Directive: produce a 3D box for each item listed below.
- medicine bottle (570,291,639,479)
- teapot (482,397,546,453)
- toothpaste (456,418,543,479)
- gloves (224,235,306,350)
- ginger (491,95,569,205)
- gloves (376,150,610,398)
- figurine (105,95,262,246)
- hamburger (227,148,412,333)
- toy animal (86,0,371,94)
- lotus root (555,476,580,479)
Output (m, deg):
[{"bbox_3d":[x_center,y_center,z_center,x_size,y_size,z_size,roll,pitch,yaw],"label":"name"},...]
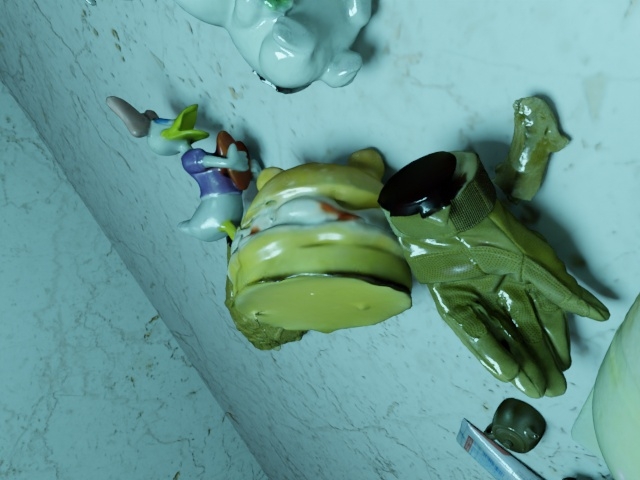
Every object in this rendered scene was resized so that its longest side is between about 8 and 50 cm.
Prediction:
[{"bbox_3d":[0.361,0.126,0.337,0.236,0.236,0.405,26,138,33],"label":"medicine bottle"},{"bbox_3d":[0.313,0.311,0.712,0.076,0.068,0.121,50,146,3],"label":"teapot"},{"bbox_3d":[0.353,0.433,0.798,0.234,0.057,0.089,34,141,36],"label":"toothpaste"},{"bbox_3d":[-0.136,0.130,0.997,0.203,0.155,0.356,24,141,40],"label":"gloves"},{"bbox_3d":[0.224,-0.089,0.476,0.057,0.044,0.137,47,149,41],"label":"ginger"},{"bbox_3d":[0.202,0.043,0.511,0.331,0.154,0.141,49,-177,-20],"label":"gloves"},{"bbox_3d":[-0.215,-0.116,0.821,0.420,0.193,0.154,57,-170,4],"label":"figurine"},{"bbox_3d":[0.000,0.000,0.644,0.276,0.277,0.236,135,139,-56],"label":"hamburger"},{"bbox_3d":[-0.101,-0.295,0.504,0.326,0.208,0.154,11,165,-11],"label":"toy animal"},{"bbox_3d":[0.464,0.428,0.577,0.314,0.141,0.169,5,129,46],"label":"lotus root"}]
